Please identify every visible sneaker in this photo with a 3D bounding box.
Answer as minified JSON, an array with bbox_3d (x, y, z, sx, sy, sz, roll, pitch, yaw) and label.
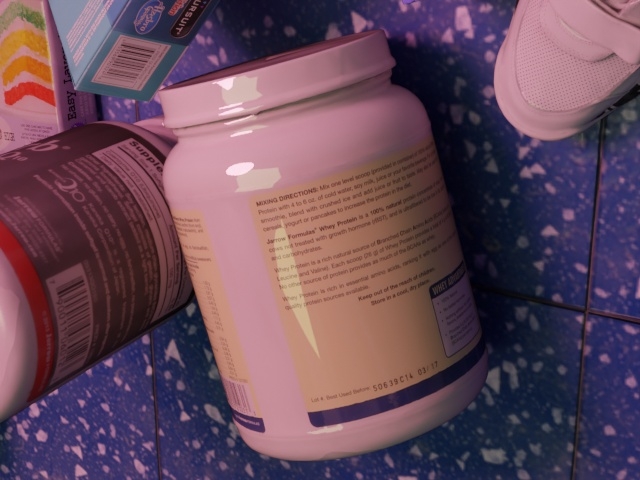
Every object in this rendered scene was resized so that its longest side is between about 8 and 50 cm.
[{"bbox_3d":[0.208,-0.206,0.825,0.137,0.210,0.365,42,125,13],"label":"sneaker"}]

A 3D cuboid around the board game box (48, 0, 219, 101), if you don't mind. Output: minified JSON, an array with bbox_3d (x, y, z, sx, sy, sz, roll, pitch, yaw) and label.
[{"bbox_3d":[-0.162,-0.329,1.009,0.254,0.079,0.336,-47,52,36],"label":"board game box"}]

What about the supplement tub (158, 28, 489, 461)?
[{"bbox_3d":[0.000,0.000,1.025,0.236,0.235,0.324,-7,104,35],"label":"supplement tub"}]

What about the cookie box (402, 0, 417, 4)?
[{"bbox_3d":[0.093,-0.244,0.949,0.040,0.107,0.091,-11,103,35],"label":"cookie box"}]

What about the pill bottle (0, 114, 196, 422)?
[{"bbox_3d":[-0.230,0.007,1.096,0.210,0.363,0.210,12,115,28],"label":"pill bottle"}]

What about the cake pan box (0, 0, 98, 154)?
[{"bbox_3d":[-0.366,-0.216,1.284,0.267,0.070,0.245,10,111,31],"label":"cake pan box"}]
